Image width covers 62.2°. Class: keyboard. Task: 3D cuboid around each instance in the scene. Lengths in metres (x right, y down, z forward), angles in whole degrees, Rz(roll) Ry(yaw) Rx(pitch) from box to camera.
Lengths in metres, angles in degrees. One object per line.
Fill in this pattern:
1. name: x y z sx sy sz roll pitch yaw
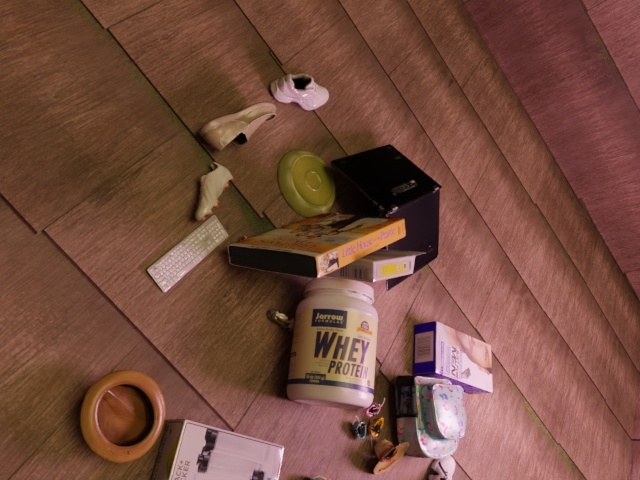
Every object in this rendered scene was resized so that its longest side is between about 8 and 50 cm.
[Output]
1. keyboard: -0.338 0.029 1.378 0.072 0.014 0.256 55 48 -14

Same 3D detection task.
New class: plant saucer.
1. plant saucer: -0.033 -0.188 1.717 0.241 0.037 0.240 16 65 -37

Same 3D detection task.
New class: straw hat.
1. straw hat: 0.196 0.639 1.611 0.145 0.144 0.061 1 36 -42

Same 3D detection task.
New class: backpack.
1. backpack: 0.353 0.570 1.712 0.225 0.191 0.253 18 69 -38

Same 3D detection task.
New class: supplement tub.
1. supplement tub: 0.038 0.287 1.471 0.236 0.235 0.324 22 64 -36

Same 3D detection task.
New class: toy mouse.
1. toy mouse: 0.137 0.540 1.600 0.143 0.031 0.161 31 81 -40

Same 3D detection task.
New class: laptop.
1. laptop: 0.240 -0.100 1.861 0.408 0.236 0.382 44 38 17

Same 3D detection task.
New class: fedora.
1. fedora: -0.428 0.371 1.131 0.194 0.079 0.194 13 71 -44

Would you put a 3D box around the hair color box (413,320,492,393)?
1. hair color box: 0.485 0.431 1.928 0.339 0.110 0.185 26 58 -36

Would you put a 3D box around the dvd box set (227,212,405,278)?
1. dvd box set: 0.000 0.000 1.475 0.420 0.308 0.062 -21 111 -48

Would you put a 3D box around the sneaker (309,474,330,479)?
1. sneaker: 0.027 0.723 1.424 0.083 0.084 0.214 -37 102 -38

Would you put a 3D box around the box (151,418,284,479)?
1. box: -0.236 0.536 1.243 0.290 0.087 0.169 30 57 -31

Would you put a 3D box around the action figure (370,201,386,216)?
1. action figure: 0.227 -0.084 1.905 0.137 0.064 0.232 16 68 -39

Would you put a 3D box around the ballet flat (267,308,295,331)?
1. ballet flat: -0.098 0.229 1.510 0.114 0.041 0.041 34 55 -30

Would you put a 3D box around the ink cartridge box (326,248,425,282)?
1. ink cartridge box: 0.106 0.064 1.559 0.307 0.304 0.072 -1 93 -53

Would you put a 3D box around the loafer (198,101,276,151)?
1. loafer: -0.230 -0.328 1.549 0.269 0.102 0.092 -31 98 -35

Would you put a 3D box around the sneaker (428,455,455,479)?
1. sneaker: 0.415 0.789 1.703 0.235 0.153 0.094 -28 97 -44

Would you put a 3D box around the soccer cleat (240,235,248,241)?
1. soccer cleat: -0.200 0.025 1.498 0.036 0.029 0.083 -27 97 -53

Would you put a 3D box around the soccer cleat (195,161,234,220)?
1. soccer cleat: -0.303 -0.132 1.435 0.076 0.068 0.196 39 46 -20

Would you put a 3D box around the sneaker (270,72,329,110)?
1. sneaker: -0.045 -0.498 1.758 0.232 0.115 0.090 -7 80 -44

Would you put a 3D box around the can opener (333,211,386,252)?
1. can opener: 0.133 0.008 1.794 0.283 0.076 0.095 42 84 -25
